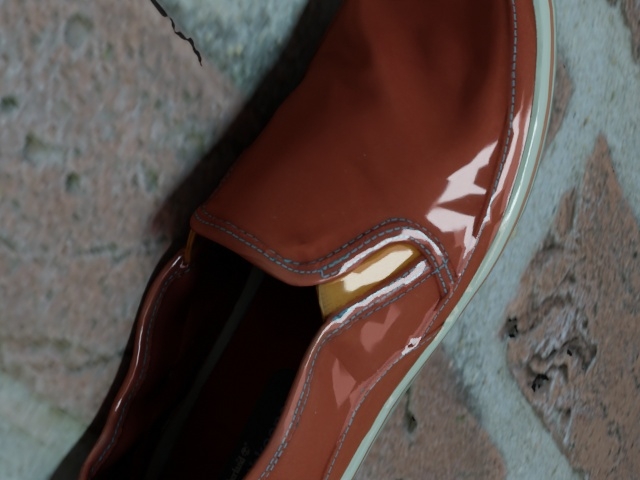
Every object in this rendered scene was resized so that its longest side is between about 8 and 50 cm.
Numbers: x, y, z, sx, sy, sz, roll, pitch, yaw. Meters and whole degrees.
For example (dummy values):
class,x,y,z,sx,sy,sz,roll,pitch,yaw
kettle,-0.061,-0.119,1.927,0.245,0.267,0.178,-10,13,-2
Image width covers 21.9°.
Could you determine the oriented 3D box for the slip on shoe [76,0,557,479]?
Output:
class,x,y,z,sx,sy,sz,roll,pitch,yaw
slip on shoe,0.000,0.000,0.698,0.101,0.123,0.331,30,87,-57
